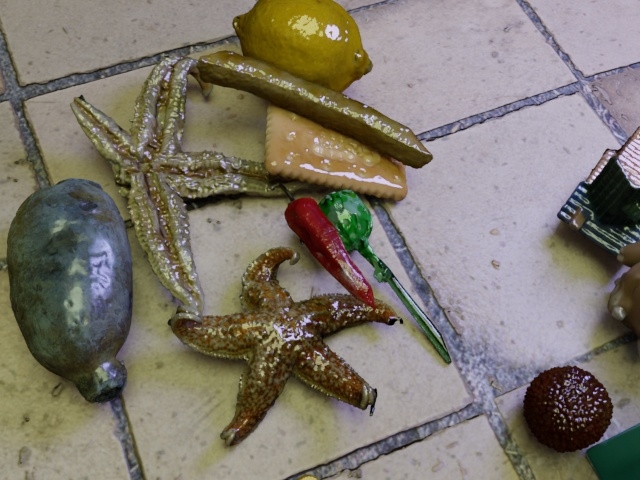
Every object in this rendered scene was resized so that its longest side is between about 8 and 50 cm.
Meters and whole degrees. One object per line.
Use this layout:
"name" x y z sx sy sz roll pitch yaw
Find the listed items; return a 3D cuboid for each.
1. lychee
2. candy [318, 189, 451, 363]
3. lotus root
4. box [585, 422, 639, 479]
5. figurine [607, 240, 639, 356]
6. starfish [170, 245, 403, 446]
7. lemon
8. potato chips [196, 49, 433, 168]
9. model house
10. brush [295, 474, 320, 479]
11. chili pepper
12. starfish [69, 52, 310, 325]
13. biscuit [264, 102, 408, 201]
"lychee" 0.346 0.238 1.014 0.123 0.129 0.123 1 96 7
"candy" 0.103 0.056 1.123 0.097 0.097 0.323 -33 76 -22
"lotus root" -0.348 0.059 1.020 0.175 0.175 0.349 -11 62 -12
"box" 0.503 0.247 0.913 0.205 0.311 0.118 -21 67 -17
"figurine" 0.565 0.087 1.090 0.247 0.177 0.173 2 41 -13
"starfish" -0.045 0.151 1.031 0.303 0.113 0.312 35 60 14
"lemon" -0.031 -0.339 1.266 0.257 0.188 0.188 21 60 1
"potato chips" -0.003 -0.220 1.193 0.407 0.057 0.080 22 47 -7
"model house" 0.490 -0.062 1.163 0.166 0.183 0.172 40 62 18
"brush" -0.114 0.384 0.942 0.272 0.013 0.103 -26 66 -20
"chili pepper" 0.000 0.000 1.084 0.059 0.050 0.268 -39 62 5
"starfish" -0.205 -0.108 1.175 0.324 0.082 0.432 -28 72 -29
"biscuit" 0.029 -0.153 1.218 0.250 0.030 0.160 11 53 -15
